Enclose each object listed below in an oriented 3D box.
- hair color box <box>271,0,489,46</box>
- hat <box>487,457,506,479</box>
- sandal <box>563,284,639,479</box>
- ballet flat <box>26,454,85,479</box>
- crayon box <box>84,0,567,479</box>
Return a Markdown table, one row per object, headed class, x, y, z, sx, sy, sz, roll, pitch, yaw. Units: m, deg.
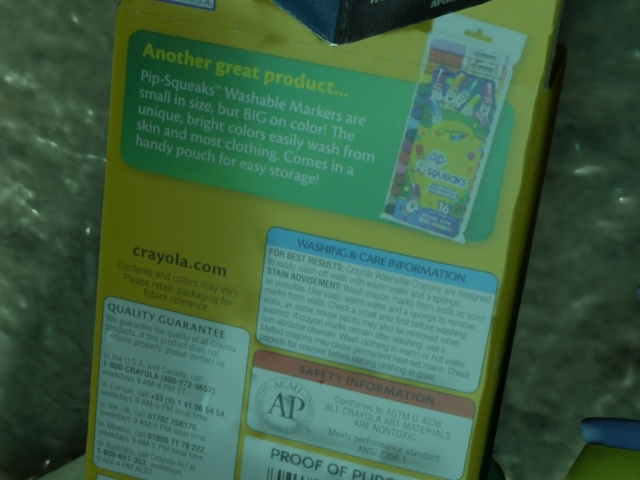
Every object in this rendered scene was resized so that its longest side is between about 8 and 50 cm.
| class | x | y | z | sx | sy | sz | roll | pitch | yaw |
| --- | --- | --- | --- | --- | --- | --- | --- | --- | --- |
| hair color box | 0.062 | -0.246 | 0.411 | 0.105 | 0.174 | 0.347 | 42 | 140 | 32 |
| hat | -0.011 | 0.164 | 0.876 | 0.208 | 0.183 | 0.173 | -38 | 130 | -7 |
| sandal | 0.272 | 0.071 | 0.639 | 0.317 | 0.138 | 0.126 | -1 | 171 | 5 |
| ballet flat | -0.123 | 0.201 | 0.841 | 0.139 | 0.139 | 0.400 | 49 | 164 | -19 |
| crayon box | 0.000 | 0.000 | 0.665 | 0.203 | 0.083 | 0.323 | 13 | 114 | 11 |
